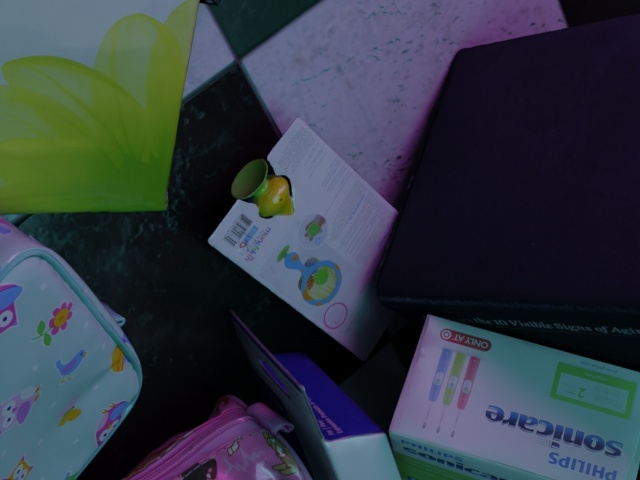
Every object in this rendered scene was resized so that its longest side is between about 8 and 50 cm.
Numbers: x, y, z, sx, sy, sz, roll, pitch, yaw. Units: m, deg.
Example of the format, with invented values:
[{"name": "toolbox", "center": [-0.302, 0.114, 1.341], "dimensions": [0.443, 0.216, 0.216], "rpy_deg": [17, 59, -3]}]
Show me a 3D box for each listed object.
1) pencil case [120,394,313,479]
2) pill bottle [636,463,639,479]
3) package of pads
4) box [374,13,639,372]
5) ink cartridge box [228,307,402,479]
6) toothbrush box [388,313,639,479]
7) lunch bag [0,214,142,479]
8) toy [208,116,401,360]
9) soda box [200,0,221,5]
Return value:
[{"name": "pencil case", "center": [-0.181, 0.290, 0.895], "dimensions": [0.386, 0.167, 0.160], "rpy_deg": [-30, 81, -22]}, {"name": "pill bottle", "center": [0.436, 0.370, 1.333], "dimensions": [0.131, 0.131, 0.229], "rpy_deg": [41, 82, -35]}, {"name": "package of pads", "center": [-0.239, -0.134, 0.726], "dimensions": [0.296, 0.101, 0.229], "rpy_deg": [-3, 122, -32]}, {"name": "box", "center": [0.400, 0.030, 0.959], "dimensions": [0.472, 0.480, 0.297], "rpy_deg": [31, 70, -36]}, {"name": "ink cartridge box", "center": [0.024, 0.235, 0.992], "dimensions": [0.069, 0.176, 0.371], "rpy_deg": [-29, 119, -14]}, {"name": "toothbrush box", "center": [0.187, 0.201, 0.988], "dimensions": [0.283, 0.206, 0.122], "rpy_deg": [73, 35, -62]}, {"name": "lunch bag", "center": [-0.249, 0.107, 0.757], "dimensions": [0.224, 0.108, 0.279], "rpy_deg": [-54, 158, -20]}, {"name": "toy", "center": [0.000, 0.000, 0.977], "dimensions": [0.137, 0.056, 0.237], "rpy_deg": [-55, 132, -7]}, {"name": "soda box", "center": [-0.133, -0.262, 0.812], "dimensions": [0.169, 0.053, 0.060], "rpy_deg": [39, 83, -36]}]
